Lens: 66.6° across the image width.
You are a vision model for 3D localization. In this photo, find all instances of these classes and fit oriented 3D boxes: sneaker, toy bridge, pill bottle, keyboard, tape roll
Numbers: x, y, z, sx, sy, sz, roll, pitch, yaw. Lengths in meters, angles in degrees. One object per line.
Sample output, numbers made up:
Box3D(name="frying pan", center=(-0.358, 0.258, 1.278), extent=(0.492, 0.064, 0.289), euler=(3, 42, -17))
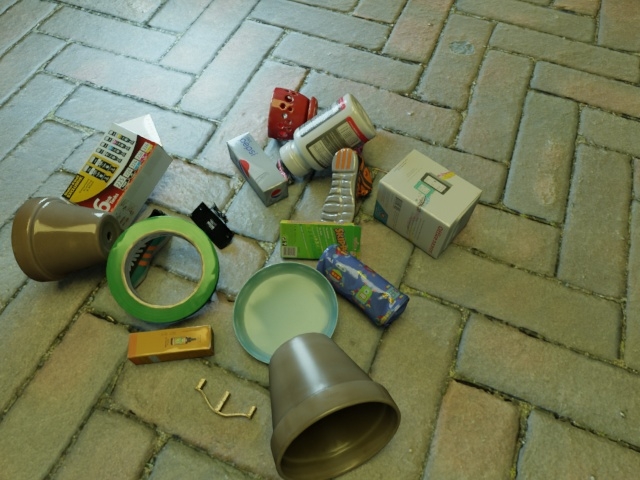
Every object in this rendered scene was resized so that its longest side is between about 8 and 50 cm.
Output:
Box3D(name="sneaker", center=(-0.128, -0.251, 1.794), extent=(0.057, 0.047, 0.119), euler=(-6, 57, -27))
Box3D(name="toy bridge", center=(-0.273, 0.448, 1.350), extent=(0.188, 0.026, 0.063), euler=(23, 61, 14))
Box3D(name="sneaker", center=(-0.588, 0.025, 1.563), extent=(0.108, 0.121, 0.302), euler=(18, 59, 11))
Box3D(name="pill bottle", center=(0.019, -0.356, 1.715), extent=(0.319, 0.176, 0.176), euler=(-30, 56, 20))
Box3D(name="sneaker", center=(0.108, -0.144, 1.677), extent=(0.125, 0.180, 0.321), euler=(13, 91, 30))
Box3D(name="keyboard", center=(-0.361, -0.057, 1.678), extent=(0.100, 0.038, 0.192), euler=(-46, 67, 0))
Box3D(name="tape roll", center=(-0.471, 0.088, 1.479), extent=(0.321, 0.077, 0.321), euler=(1, 80, -8))

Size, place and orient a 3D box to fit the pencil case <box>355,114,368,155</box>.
Box3D(name="pencil case", center=(0.128, -0.398, 1.851), extent=(0.095, 0.098, 0.209), euler=(10, 59, 6))

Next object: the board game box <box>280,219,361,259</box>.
Box3D(name="board game box", center=(0.000, 0.000, 1.584), extent=(0.260, 0.124, 0.039), euler=(3, 22, 3))

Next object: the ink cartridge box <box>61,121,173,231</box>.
Box3D(name="ink cartridge box", center=(-0.719, -0.230, 1.676), extent=(0.272, 0.130, 0.309), euler=(25, 77, 15))

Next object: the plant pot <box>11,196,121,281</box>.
Box3D(name="plant pot", center=(-0.748, -0.006, 1.485), extent=(0.229, 0.263, 0.263), euler=(-1, 57, 6))

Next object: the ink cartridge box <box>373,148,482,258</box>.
Box3D(name="ink cartridge box", center=(0.348, -0.120, 1.615), extent=(0.270, 0.198, 0.197), euler=(37, 64, 20))

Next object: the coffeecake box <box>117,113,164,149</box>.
Box3D(name="coffeecake box", center=(-0.685, -0.376, 1.850), extent=(0.142, 0.068, 0.185), euler=(-22, 60, -13))

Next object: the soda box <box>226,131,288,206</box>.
Box3D(name="soda box", center=(-0.230, -0.261, 1.765), extent=(0.098, 0.091, 0.286), euler=(-28, 62, -17))

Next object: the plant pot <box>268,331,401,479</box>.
Box3D(name="plant pot", center=(-0.003, 0.398, 1.242), extent=(0.323, 0.323, 0.280), euler=(-20, 44, -13))

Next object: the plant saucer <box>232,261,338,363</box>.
Box3D(name="plant saucer", center=(-0.103, 0.218, 1.463), extent=(0.318, 0.043, 0.317), euler=(-2, 66, 5))

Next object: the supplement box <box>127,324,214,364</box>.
Box3D(name="supplement box", center=(-0.429, 0.303, 1.413), extent=(0.234, 0.080, 0.078), euler=(-6, 58, -2))

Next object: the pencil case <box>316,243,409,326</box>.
Box3D(name="pencil case", center=(0.118, 0.141, 1.493), extent=(0.306, 0.119, 0.133), euler=(36, 96, 20))

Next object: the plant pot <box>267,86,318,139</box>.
Box3D(name="plant pot", center=(-0.102, -0.473, 1.845), extent=(0.174, 0.191, 0.191), euler=(7, 58, 0))
